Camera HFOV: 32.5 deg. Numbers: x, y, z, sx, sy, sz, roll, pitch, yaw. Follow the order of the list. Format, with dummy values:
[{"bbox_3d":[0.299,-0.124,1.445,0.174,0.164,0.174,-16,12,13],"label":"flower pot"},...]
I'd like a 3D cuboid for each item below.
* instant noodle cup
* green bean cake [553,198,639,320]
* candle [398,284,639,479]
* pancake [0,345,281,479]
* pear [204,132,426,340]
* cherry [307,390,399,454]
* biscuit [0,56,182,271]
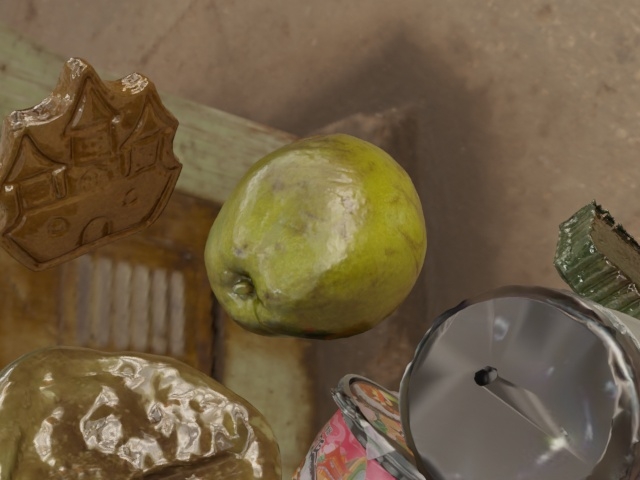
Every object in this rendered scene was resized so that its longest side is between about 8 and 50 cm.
[{"bbox_3d":[0.075,0.335,1.508,0.181,0.302,0.258,-51,26,9],"label":"instant noodle cup"},{"bbox_3d":[0.463,0.043,1.790,0.094,0.173,0.181,-42,10,28],"label":"green bean cake"},{"bbox_3d":[0.232,0.162,1.040,0.221,0.342,0.221,-6,78,29],"label":"candle"},{"bbox_3d":[-0.163,0.199,0.884,0.049,0.294,0.294,-62,38,44],"label":"pancake"},{"bbox_3d":[0.000,0.000,1.357,0.269,0.321,0.269,17,122,29],"label":"pear"},{"bbox_3d":[0.105,0.366,1.800,0.213,0.285,0.236,-50,59,38],"label":"cherry"},{"bbox_3d":[-0.200,-0.065,0.941,0.034,0.182,0.215,49,149,30],"label":"biscuit"}]
